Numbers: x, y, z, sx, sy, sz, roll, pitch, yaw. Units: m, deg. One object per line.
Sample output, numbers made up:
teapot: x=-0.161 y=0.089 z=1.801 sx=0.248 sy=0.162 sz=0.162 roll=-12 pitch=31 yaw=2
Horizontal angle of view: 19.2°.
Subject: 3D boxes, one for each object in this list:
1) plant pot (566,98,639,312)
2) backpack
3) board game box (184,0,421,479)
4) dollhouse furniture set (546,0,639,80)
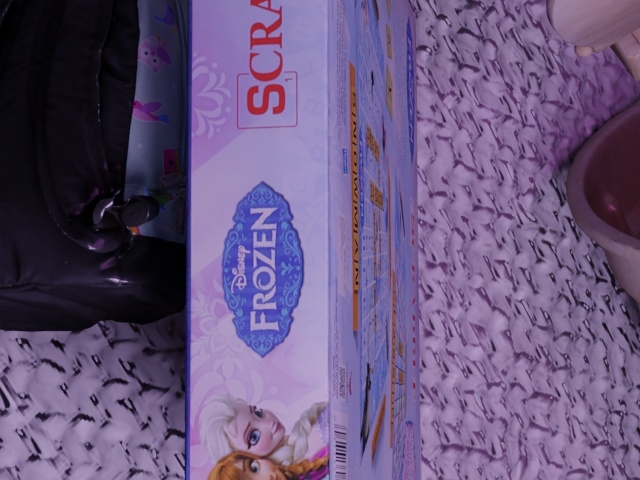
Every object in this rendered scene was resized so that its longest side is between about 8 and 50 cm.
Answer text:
plant pot: x=0.357 y=0.069 z=1.260 sx=0.334 sy=0.334 sz=0.305 roll=-39 pitch=123 yaw=-43
backpack: x=-0.113 y=-0.051 z=0.891 sx=0.115 sy=0.152 sz=0.182 roll=37 pitch=54 yaw=-56
board game box: x=0.000 y=0.000 z=0.928 sx=0.318 sy=0.066 sz=0.318 roll=42 pitch=48 yaw=-77
dollhouse furniture set: x=0.039 y=-0.236 z=1.116 sx=0.303 sy=0.174 sz=0.355 roll=58 pitch=5 yaw=22
